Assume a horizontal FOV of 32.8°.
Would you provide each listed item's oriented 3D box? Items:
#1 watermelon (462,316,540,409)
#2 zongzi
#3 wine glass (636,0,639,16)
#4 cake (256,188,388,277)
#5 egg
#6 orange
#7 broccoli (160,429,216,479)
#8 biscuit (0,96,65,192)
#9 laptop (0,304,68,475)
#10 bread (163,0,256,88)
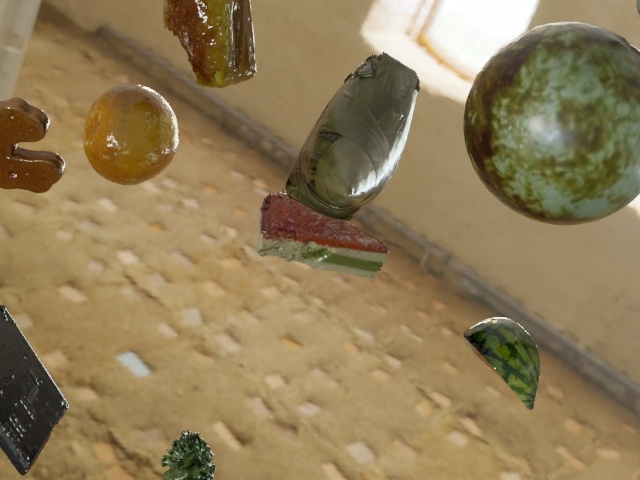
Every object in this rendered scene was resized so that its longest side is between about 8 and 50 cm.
[{"bbox_3d":[0.247,0.159,1.539,0.069,0.087,0.163,5,-156,-33],"label":"watermelon"},{"bbox_3d":[0.075,-0.166,1.622,0.145,0.274,0.300,29,174,-8],"label":"zongzi"},{"bbox_3d":[0.523,-0.315,1.430,0.202,0.093,0.093,22,-163,38],"label":"wine glass"},{"bbox_3d":[-0.003,-0.015,1.829,0.220,0.086,0.117,8,-132,-14],"label":"cake"},{"bbox_3d":[0.287,-0.142,1.304,0.238,0.238,0.289,20,-170,-11],"label":"egg"},{"bbox_3d":[-0.327,-0.181,1.873,0.155,0.178,0.177,30,-162,-28],"label":"orange"},{"bbox_3d":[-0.182,0.311,1.435,0.095,0.097,0.092,54,-157,21],"label":"broccoli"},{"bbox_3d":[-0.619,-0.165,1.923,0.333,0.202,0.047,-3,-137,12],"label":"biscuit"},{"bbox_3d":[-0.383,0.185,1.350,0.016,0.180,0.129,-11,-147,24],"label":"laptop"},{"bbox_3d":[-0.205,-0.433,1.742,0.185,0.381,0.109,17,-146,39],"label":"bread"}]
